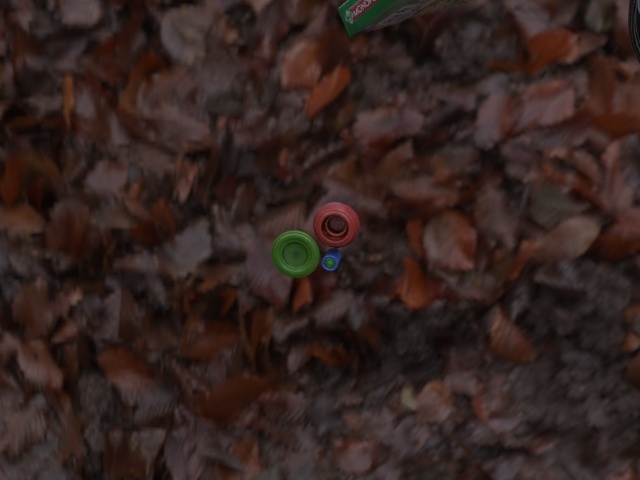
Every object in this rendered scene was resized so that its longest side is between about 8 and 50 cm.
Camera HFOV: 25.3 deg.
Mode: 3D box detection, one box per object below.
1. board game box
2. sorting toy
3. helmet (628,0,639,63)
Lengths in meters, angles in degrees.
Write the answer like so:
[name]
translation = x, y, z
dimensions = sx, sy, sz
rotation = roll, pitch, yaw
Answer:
[board game box]
translation = 0.188, -0.359, 1.785
dimensions = 0.213, 0.317, 0.046
rotation = -22, 86, -34
[sorting toy]
translation = 0.000, 0.000, 1.484
dimensions = 0.102, 0.042, 0.061
rotation = -32, 99, 17
[helmet]
translation = 0.443, -0.246, 1.652
dimensions = 0.169, 0.169, 0.161
rotation = -24, 109, -17
